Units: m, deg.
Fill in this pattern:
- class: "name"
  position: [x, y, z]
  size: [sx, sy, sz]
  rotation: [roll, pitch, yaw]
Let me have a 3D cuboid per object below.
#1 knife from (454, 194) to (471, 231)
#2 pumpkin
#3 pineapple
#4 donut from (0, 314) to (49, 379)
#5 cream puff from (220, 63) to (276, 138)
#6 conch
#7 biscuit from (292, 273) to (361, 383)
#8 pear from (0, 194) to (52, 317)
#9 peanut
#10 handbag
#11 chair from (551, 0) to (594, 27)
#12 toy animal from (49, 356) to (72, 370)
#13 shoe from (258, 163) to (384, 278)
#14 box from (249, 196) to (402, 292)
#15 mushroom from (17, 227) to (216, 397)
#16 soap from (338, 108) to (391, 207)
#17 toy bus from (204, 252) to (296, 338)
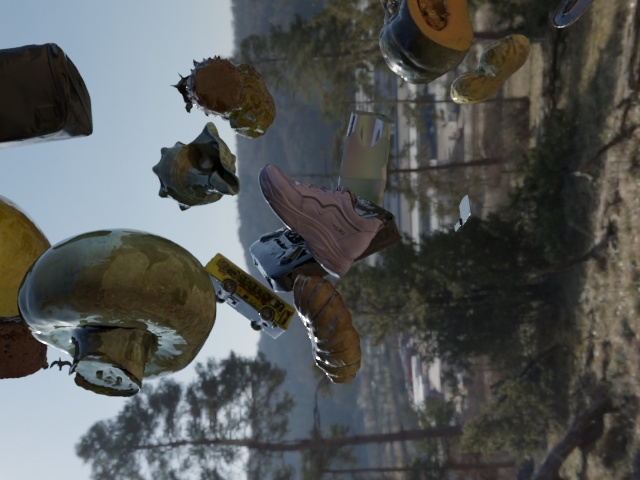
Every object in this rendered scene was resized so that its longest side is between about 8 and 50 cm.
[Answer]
- class: "knife"
  position: [0.444, -0.084, 1.955]
  size: [0.245, 0.019, 0.072]
  rotation: [79, -174, -76]
- class: "pumpkin"
  position: [0.250, -0.513, 1.437]
  size: [0.139, 0.221, 0.317]
  rotation: [138, 136, -54]
- class: "pineapple"
  position: [-0.317, -0.421, 1.730]
  size: [0.364, 0.165, 0.166]
  rotation: [-149, 55, -64]
- class: "donut"
  position: [-0.656, 0.216, 1.291]
  size: [0.144, 0.186, 0.126]
  rotation: [-133, 59, -73]
- class: "cream puff"
  position: [-0.250, -0.466, 2.109]
  size: [0.196, 0.244, 0.244]
  rotation: [-45, 28, 26]
- class: "conch"
  position: [-0.185, -0.117, 1.019]
  size: [0.114, 0.233, 0.138]
  rotation: [24, -111, -54]
- class: "biscuit"
  position: [0.007, 0.135, 0.967]
  size: [0.183, 0.061, 0.118]
  rotation: [68, 155, 4]
- class: "pear"
  position: [-0.882, 0.046, 1.564]
  size: [0.362, 0.418, 0.363]
  rotation: [-19, 65, 46]
- class: "peanut"
  position: [0.431, -0.430, 1.594]
  size: [0.229, 0.103, 0.098]
  rotation: [-46, 7, 31]
- class: "handbag"
  position: [-0.709, -0.319, 1.477]
  size: [0.275, 0.301, 0.178]
  rotation: [121, 138, -74]
- class: "chair"
  position: [0.513, -0.433, 0.944]
  size: [0.176, 0.183, 0.326]
  rotation: [-53, -10, -22]
- class: "toy animal"
  position: [-0.920, 0.436, 2.217]
  size: [0.050, 0.084, 0.028]
  rotation: [42, 111, 38]
- class: "shoe"
  position: [-0.002, -0.060, 1.131]
  size: [0.245, 0.137, 0.095]
  rotation: [49, 178, 4]
- class: "box"
  position: [0.000, 0.000, 1.317]
  size: [0.290, 0.288, 0.073]
  rotation: [-139, 26, -70]
- class: "mushroom"
  position: [-0.357, 0.127, 1.110]
  size: [0.352, 0.351, 0.261]
  rotation: [90, -176, -54]
- class: "soap"
  position: [0.158, -0.284, 2.178]
  size: [0.446, 0.156, 0.262]
  rotation: [-76, -7, -52]
- class: "toy bus"
  position: [-0.166, 0.126, 1.387]
  size: [0.074, 0.226, 0.081]
  rotation: [-57, 5, -37]
